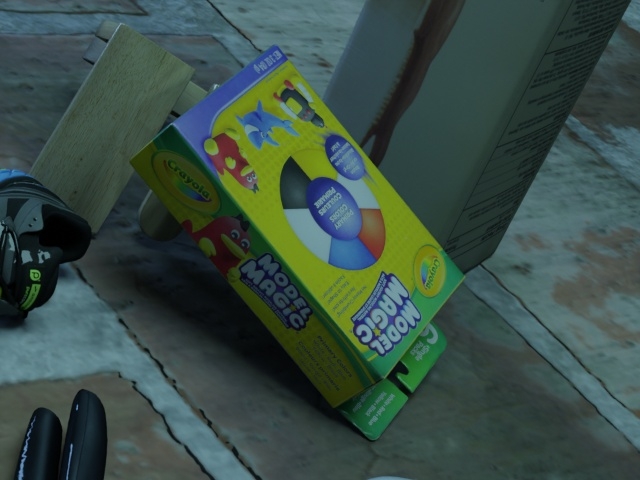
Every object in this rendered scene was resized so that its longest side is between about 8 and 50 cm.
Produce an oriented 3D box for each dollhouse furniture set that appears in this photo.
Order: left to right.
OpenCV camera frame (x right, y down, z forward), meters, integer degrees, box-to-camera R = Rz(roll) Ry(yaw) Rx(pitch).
[{"bbox_3d":[-0.127,-0.063,1.039,0.144,0.123,0.151,32,-2,-26],"label":"dollhouse furniture set"}]

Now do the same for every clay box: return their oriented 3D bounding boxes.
[{"bbox_3d":[0.000,0.000,0.930,0.222,0.053,0.127,49,40,-5],"label":"clay box"}]

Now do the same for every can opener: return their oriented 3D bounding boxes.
[{"bbox_3d":[-0.124,0.135,0.717,0.059,0.073,0.186,-20,34,0],"label":"can opener"}]

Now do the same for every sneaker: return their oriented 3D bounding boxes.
[{"bbox_3d":[-0.187,0.011,0.843,0.078,0.067,0.188,26,25,13],"label":"sneaker"}]

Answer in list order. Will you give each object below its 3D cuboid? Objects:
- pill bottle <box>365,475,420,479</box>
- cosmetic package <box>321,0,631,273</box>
[{"bbox_3d":[0.054,0.177,0.696,0.229,0.131,0.131,13,31,-22],"label":"pill bottle"},{"bbox_3d":[0.103,-0.123,1.057,0.129,0.296,0.153,35,29,18],"label":"cosmetic package"}]
